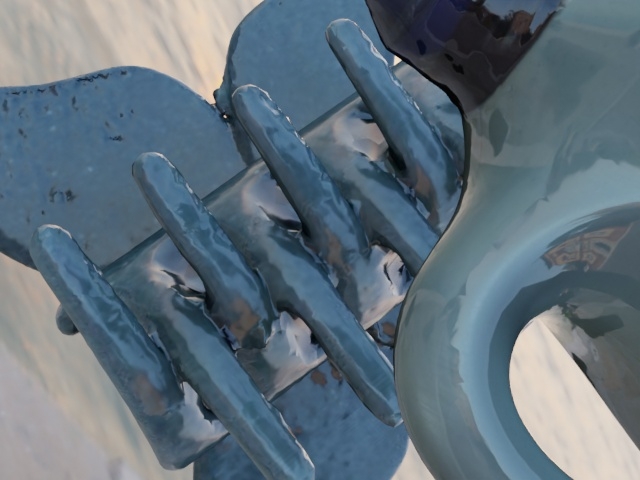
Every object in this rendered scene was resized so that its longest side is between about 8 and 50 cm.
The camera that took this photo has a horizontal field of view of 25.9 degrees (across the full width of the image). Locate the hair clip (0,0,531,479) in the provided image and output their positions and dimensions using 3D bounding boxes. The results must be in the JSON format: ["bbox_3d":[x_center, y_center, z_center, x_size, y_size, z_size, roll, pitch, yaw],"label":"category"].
[{"bbox_3d":[0.000,0.000,0.792,0.392,0.318,0.238,56,-12,-3],"label":"hair clip"}]

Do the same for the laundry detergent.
[{"bbox_3d":[0.118,0.005,0.384,0.280,0.105,0.215,32,65,-12],"label":"laundry detergent"}]
